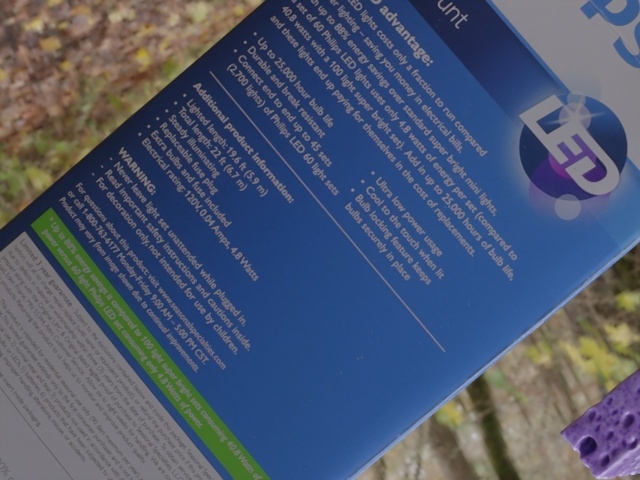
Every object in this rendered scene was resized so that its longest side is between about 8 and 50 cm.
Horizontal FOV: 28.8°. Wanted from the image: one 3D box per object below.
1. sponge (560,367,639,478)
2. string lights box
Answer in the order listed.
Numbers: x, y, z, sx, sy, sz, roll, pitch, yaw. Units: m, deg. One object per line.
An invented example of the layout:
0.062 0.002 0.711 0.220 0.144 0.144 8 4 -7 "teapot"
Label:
0.218 0.038 0.589 0.210 0.031 0.117 -47 151 23 "sponge"
0.000 0.000 0.411 0.259 0.133 0.077 -40 175 3 "string lights box"
